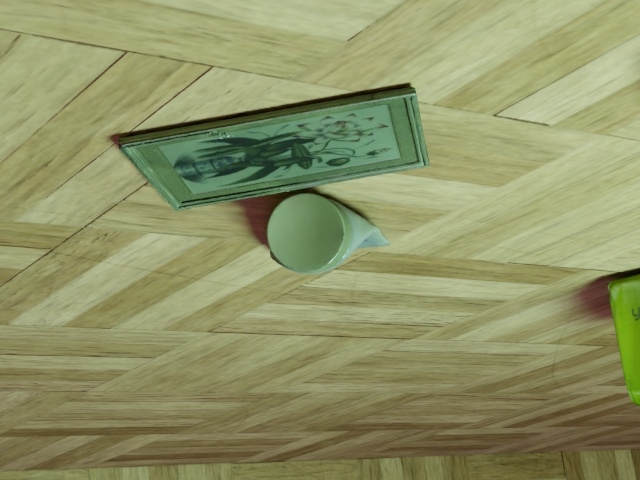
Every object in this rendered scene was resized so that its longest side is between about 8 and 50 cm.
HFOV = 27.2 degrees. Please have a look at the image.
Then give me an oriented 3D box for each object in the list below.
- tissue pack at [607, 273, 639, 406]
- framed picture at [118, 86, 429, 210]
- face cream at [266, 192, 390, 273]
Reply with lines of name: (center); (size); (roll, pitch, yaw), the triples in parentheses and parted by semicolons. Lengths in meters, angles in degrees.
tissue pack: (0.519, 0.109, 1.642); (0.275, 0.167, 0.200); (-13, 161, 21)
framed picture: (-0.030, -0.071, 1.071); (0.231, 0.010, 0.173); (-10, 163, 7)
face cream: (0.000, 0.000, 1.261); (0.114, 0.070, 0.224); (-10, 175, 7)
